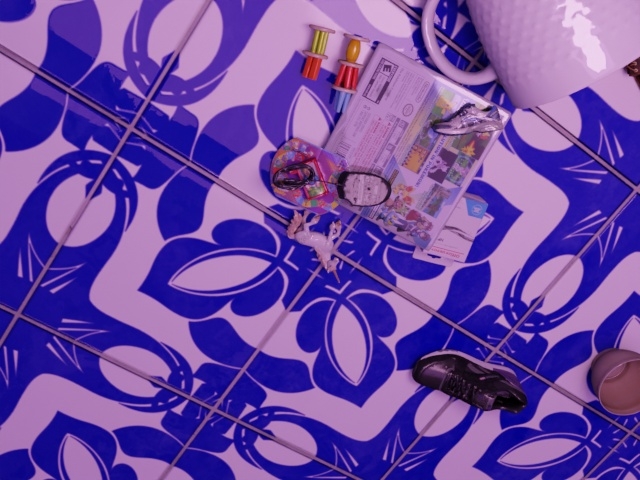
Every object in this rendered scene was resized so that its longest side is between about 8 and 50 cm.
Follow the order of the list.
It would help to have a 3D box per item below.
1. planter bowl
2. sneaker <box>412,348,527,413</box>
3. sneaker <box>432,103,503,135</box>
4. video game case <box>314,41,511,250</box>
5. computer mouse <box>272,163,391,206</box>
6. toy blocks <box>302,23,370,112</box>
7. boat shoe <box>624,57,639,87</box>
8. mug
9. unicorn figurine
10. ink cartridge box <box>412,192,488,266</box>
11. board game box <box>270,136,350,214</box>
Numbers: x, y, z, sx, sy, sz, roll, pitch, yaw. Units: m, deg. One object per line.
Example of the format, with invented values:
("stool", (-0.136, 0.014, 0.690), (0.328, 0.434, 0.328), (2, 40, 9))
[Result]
("planter bowl", (0.741, 0.335, 1.589), (0.162, 0.109, 0.161), (-3, 112, -6))
("sneaker", (0.365, 0.345, 1.541), (0.284, 0.124, 0.107), (11, 110, -11))
("sneaker", (0.284, -0.235, 1.248), (0.136, 0.052, 0.058), (-7, 96, 0))
("video game case", (0.173, -0.185, 1.314), (0.300, 0.036, 0.328), (28, 107, -3))
("computer mouse", (0.024, -0.112, 1.291), (0.242, 0.041, 0.071), (9, 92, -7))
("toy blocks", (0.019, -0.332, 1.248), (0.123, 0.054, 0.148), (15, 109, 1))
("boat shoe", (0.665, -0.360, 1.311), (0.073, 0.073, 0.207), (-44, 110, 9))
("mug", (0.361, -0.429, 1.162), (0.374, 0.276, 0.328), (-24, 105, 32))
("unicorn figurine", (0.000, 0.000, 1.397), (0.162, 0.060, 0.111), (29, 108, 0))
("ink cartridge box", (0.283, -0.020, 1.413), (0.104, 0.060, 0.180), (14, 110, -11))
("board game box", (-0.025, -0.127, 1.314), (0.169, 0.033, 0.133), (25, 107, 2))
